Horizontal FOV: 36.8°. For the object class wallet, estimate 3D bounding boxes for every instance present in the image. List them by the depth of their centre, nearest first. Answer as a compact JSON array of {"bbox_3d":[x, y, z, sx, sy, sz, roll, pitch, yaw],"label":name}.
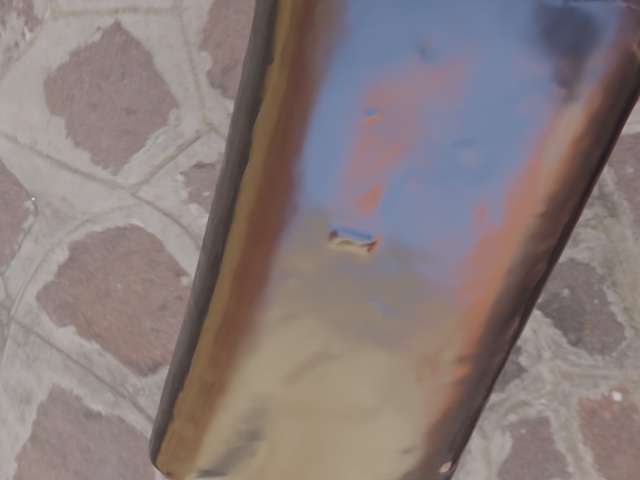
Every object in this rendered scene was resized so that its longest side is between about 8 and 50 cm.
[{"bbox_3d":[0.036,0.010,0.600,0.228,0.062,0.406,8,125,-16],"label":"wallet"}]
